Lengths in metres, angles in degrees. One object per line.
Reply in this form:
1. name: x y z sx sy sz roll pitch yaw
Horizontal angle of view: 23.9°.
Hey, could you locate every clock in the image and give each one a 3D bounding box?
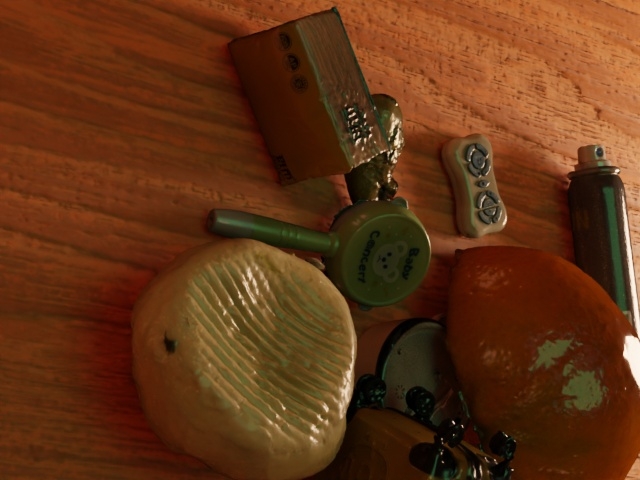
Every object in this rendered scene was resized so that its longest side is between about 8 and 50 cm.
1. clock: 0.103 0.163 1.670 0.229 0.063 0.156 -47 112 -34

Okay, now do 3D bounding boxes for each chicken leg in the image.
1. chicken leg: 0.059 -0.073 1.674 0.093 0.070 0.178 6 86 -46

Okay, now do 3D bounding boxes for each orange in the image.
1. orange: 0.255 0.170 1.741 0.274 0.274 0.310 -7 113 -41

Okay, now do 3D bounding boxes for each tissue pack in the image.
1. tissue pack: -0.015 -0.148 1.582 0.082 0.120 0.169 -31 104 -39

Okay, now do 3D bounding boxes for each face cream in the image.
1. face cream: 0.358 0.021 1.905 0.073 0.073 0.283 -2 84 -41

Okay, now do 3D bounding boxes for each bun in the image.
1. bun: -0.077 0.124 1.461 0.259 0.160 0.259 22 53 -32

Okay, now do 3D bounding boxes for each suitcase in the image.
1. suitcase: 0.089 0.276 1.521 0.143 0.194 0.235 17 93 -33

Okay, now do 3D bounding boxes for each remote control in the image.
1. remote control: 0.184 -0.065 1.797 0.074 0.032 0.122 -17 94 -42

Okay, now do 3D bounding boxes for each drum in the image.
1. drum: -0.002 0.020 1.607 0.253 0.049 0.130 -4 111 -22
